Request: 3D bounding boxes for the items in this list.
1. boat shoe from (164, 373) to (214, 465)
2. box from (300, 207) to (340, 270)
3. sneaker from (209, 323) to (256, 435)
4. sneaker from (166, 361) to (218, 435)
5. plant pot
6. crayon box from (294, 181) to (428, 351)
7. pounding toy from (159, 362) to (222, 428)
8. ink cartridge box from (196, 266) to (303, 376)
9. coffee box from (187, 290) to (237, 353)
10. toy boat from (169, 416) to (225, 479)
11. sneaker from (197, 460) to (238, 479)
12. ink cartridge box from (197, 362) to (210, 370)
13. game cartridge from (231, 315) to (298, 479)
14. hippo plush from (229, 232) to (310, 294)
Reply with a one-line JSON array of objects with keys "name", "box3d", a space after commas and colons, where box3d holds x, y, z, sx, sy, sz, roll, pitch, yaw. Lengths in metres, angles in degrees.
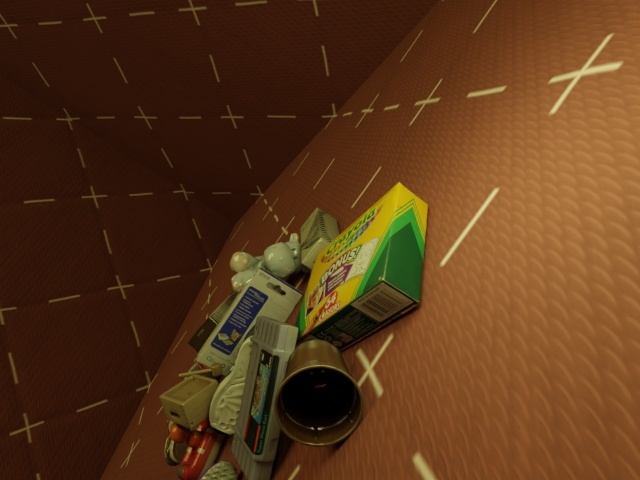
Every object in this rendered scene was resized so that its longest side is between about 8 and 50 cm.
[{"name": "boat shoe", "box3d": [-0.462, 0.624, 1.647, 0.097, 0.117, 0.324, -38, 30, 39]}, {"name": "box", "box3d": [0.000, 0.000, 1.542, 0.113, 0.094, 0.275, -51, 18, 16]}, {"name": "sneaker", "box3d": [-0.207, 0.393, 1.398, 0.236, 0.130, 0.322, -48, -19, -80]}, {"name": "sneaker", "box3d": [-0.513, 0.601, 1.805, 0.180, 0.125, 0.321, -27, 33, 57]}, {"name": "plant pot", "box3d": [-0.005, 0.291, 0.936, 0.167, 0.167, 0.165, -54, 8, 8]}, {"name": "crayon box", "box3d": [0.090, 0.082, 1.117, 0.363, 0.106, 0.313, -42, 22, 41]}, {"name": "pounding toy", "box3d": [-0.373, 0.465, 1.423, 0.181, 0.094, 0.206, -3, 17, 42]}, {"name": "ink cartridge box", "box3d": [-0.230, 0.277, 1.528, 0.370, 0.176, 0.069, -55, 16, 3]}, {"name": "coffee box", "box3d": [-0.362, 0.310, 1.809, 0.168, 0.119, 0.297, -48, 2, 27]}, {"name": "toy boat", "box3d": [-0.381, 0.594, 1.403, 0.151, 0.151, 0.231, -34, 28, 51]}, {"name": "sneaker", "box3d": [-0.311, 0.677, 1.141, 0.293, 0.102, 0.146, -63, 17, -21]}, {"name": "ink cartridge box", "box3d": [-0.406, 0.455, 1.779, 0.063, 0.115, 0.029, 38, 130, 42]}, {"name": "game cartridge", "box3d": [-0.143, 0.370, 1.130, 0.230, 0.068, 0.354, 166, 116, -71]}, {"name": "hippo plush", "box3d": [-0.145, 0.114, 1.647, 0.237, 0.234, 0.294, -22, -9, 33]}]
